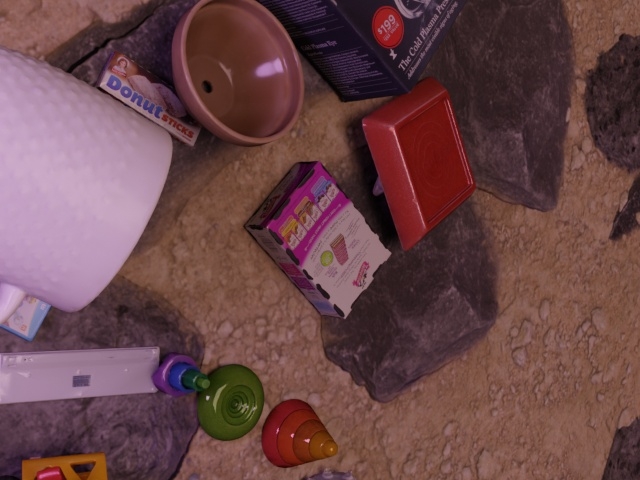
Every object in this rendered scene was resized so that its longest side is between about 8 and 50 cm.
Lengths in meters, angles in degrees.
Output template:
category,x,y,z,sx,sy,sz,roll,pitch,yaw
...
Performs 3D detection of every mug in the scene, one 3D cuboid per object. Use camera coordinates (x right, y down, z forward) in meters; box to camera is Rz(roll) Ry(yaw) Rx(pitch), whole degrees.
category,x,y,z,sx,sy,sz,roll,pitch,yaw
mug,-0.419,-0.058,1.170,0.328,0.276,0.374,30,79,-26

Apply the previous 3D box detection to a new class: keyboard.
category,x,y,z,sx,sy,sz,roll,pitch,yaw
keyboard,-0.354,0.198,1.392,0.256,0.014,0.072,2,96,-37

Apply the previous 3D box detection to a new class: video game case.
category,x,y,z,sx,sy,sz,roll,pitch,yaw
video game case,-0.446,0.052,1.310,0.166,0.015,0.119,36,71,-33

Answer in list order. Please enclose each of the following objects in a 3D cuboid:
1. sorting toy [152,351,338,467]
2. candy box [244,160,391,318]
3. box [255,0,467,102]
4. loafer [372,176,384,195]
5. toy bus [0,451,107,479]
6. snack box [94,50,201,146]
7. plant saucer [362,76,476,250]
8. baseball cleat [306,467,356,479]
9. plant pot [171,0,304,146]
category,x,y,z,sx,sy,sz,roll,pitch,yaw
sorting toy,-0.097,0.281,1.516,0.366,0.126,0.127,36,72,-36
candy box,0.000,0.000,1.614,0.233,0.071,0.159,51,63,-27
box,0.082,-0.467,1.587,0.312,0.179,0.343,43,67,-29
loafer,0.130,-0.128,1.732,0.045,0.039,0.125,41,49,-3
toy bus,-0.390,0.354,1.310,0.191,0.104,0.202,-34,132,15
snack box,-0.256,-0.214,1.437,0.178,0.022,0.064,32,72,-34
plant saucer,0.198,-0.149,1.738,0.258,0.048,0.259,-37,114,-45
baseball cleat,-0.025,0.475,1.633,0.206,0.072,0.109,-16,116,-31
plant pot,-0.147,-0.252,1.450,0.237,0.110,0.237,12,72,-43
